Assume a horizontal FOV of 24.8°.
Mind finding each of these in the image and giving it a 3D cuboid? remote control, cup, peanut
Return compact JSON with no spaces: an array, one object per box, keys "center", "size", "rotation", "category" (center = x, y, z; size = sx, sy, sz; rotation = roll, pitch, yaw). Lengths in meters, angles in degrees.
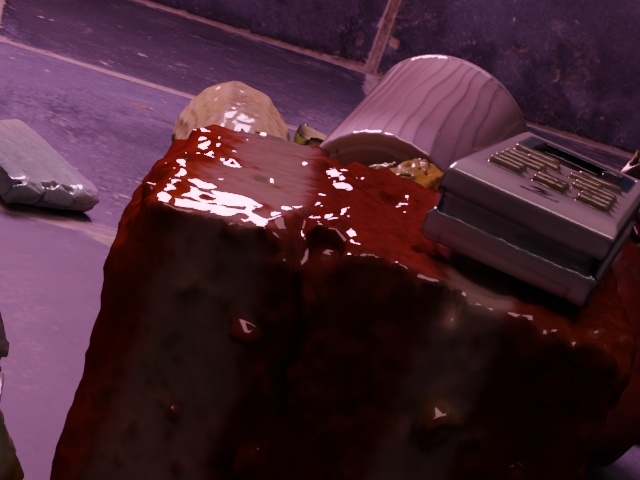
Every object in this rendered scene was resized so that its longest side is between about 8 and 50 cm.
[{"center":[0.148,-0.024,0.930],"size":[0.103,0.055,0.277],"rotation":[25,14,12],"category":"remote control"},{"center":[0.119,-0.048,1.709],"size":[0.208,0.288,0.273],"rotation":[-4,21,26],"category":"cup"},{"center":[-0.101,-0.094,1.725],"size":[0.152,0.152,0.313],"rotation":[16,15,-13],"category":"peanut"}]

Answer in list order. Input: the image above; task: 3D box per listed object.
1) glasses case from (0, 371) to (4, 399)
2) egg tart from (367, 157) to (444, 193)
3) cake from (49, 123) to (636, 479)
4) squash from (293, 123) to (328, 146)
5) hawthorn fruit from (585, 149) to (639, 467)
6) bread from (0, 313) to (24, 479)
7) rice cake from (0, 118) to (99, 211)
[{"center":[-0.319,0.093,0.976],"size":[0.205,0.047,0.071],"rotation":[17,17,-14],"category":"glasses case"},{"center":[0.000,0.000,1.435],"size":[0.288,0.118,0.288],"rotation":[-15,2,1],"category":"egg tart"},{"center":[0.006,0.102,0.929],"size":[0.319,0.269,0.270],"rotation":[20,14,0],"category":"cake"},{"center":[0.032,-0.070,1.841],"size":[0.169,0.093,0.252],"rotation":[25,7,-5],"category":"squash"},{"center":[0.211,0.048,1.331],"size":[0.276,0.307,0.276],"rotation":[27,3,-2],"category":"hawthorn fruit"},{"center":[-0.301,0.067,0.741],"size":[0.250,0.225,0.279],"rotation":[21,23,30],"category":"bread"},{"center":[-0.332,-0.085,1.593],"size":[0.124,0.038,0.211],"rotation":[5,21,-45],"category":"rice cake"}]
